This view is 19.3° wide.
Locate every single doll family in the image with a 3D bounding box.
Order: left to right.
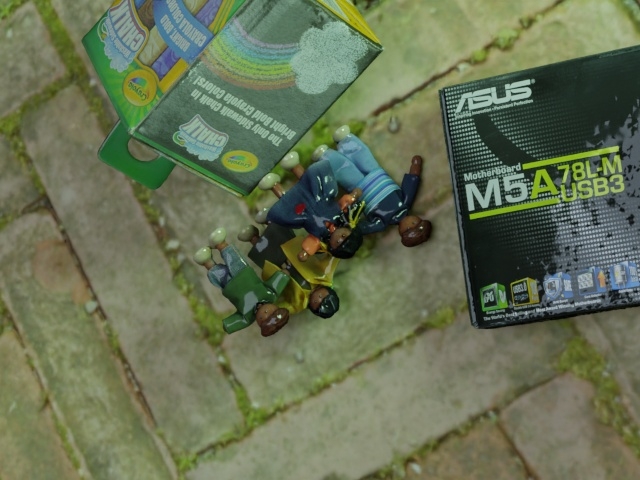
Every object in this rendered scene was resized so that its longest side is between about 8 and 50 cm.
[{"bbox_3d":[0.000,0.000,1.437,0.193,0.076,0.111,-49,63,12],"label":"doll family"}]

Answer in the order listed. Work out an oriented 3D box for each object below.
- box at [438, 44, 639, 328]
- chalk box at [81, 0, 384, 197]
[{"bbox_3d":[0.189,-0.039,1.360,0.191,0.045,0.184,-10,84,25],"label":"box"},{"bbox_3d":[-0.084,-0.133,1.435,0.213,0.132,0.132,-45,44,16],"label":"chalk box"}]
